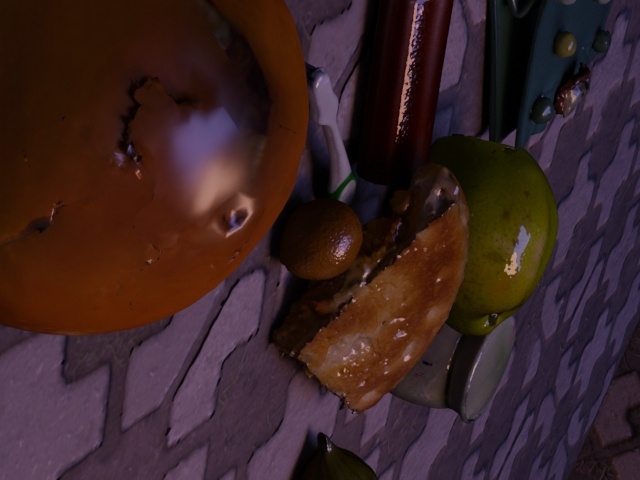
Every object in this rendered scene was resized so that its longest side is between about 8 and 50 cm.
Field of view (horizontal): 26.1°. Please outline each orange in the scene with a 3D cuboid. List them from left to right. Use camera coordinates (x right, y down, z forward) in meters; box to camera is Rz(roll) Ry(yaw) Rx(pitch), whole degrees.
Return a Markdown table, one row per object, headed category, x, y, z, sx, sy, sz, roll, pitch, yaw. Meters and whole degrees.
| category | x | y | z | sx | sy | sz | roll | pitch | yaw |
| --- | --- | --- | --- | --- | --- | --- | --- | --- | --- |
| orange | -0.129 | -0.073 | 0.723 | 0.246 | 0.246 | 0.246 | -48 | 150 | -41 |
| orange | 0.000 | 0.000 | 1.301 | 0.085 | 0.085 | 0.085 | -48 | 150 | -41 |

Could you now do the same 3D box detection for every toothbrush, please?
| category | x | y | z | sx | sy | sz | roll | pitch | yaw |
| --- | --- | --- | --- | --- | --- | --- | --- | --- | --- |
| toothbrush | 0.022 | -0.041 | 1.355 | 0.042 | 0.040 | 0.418 | -50 | 153 | -18 |

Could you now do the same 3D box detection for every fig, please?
| category | x | y | z | sx | sy | sz | roll | pitch | yaw |
| --- | --- | --- | --- | --- | --- | --- | --- | --- | --- |
| fig | 0.018 | 0.282 | 1.568 | 0.103 | 0.109 | 0.154 | -26 | 108 | -29 |

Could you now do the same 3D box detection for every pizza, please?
| category | x | y | z | sx | sy | sz | roll | pitch | yaw |
| --- | --- | --- | --- | --- | --- | --- | --- | --- | --- |
| pizza | 0.046 | 0.059 | 1.412 | 0.226 | 0.086 | 0.335 | -14 | 141 | -32 |

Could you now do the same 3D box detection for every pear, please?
| category | x | y | z | sx | sy | sz | roll | pitch | yaw |
| --- | --- | --- | --- | --- | --- | --- | --- | --- | --- |
| pear | 0.177 | -0.003 | 1.541 | 0.187 | 0.187 | 0.219 | 15 | 78 | -67 |

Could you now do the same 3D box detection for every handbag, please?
| category | x | y | z | sx | sy | sz | roll | pitch | yaw |
| --- | --- | --- | --- | --- | --- | --- | --- | --- | --- |
| handbag | 0.301 | -0.277 | 1.703 | 0.268 | 0.100 | 0.274 | -49 | 150 | -41 |

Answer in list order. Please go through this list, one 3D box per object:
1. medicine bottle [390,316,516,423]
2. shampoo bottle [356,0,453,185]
| category | x | y | z | sx | sy | sz | roll | pitch | yaw |
| --- | --- | --- | --- | --- | --- | --- | --- | --- | --- |
| medicine bottle | 0.147 | 0.131 | 1.654 | 0.147 | 0.143 | 0.147 | -47 | 148 | -42 |
| shampoo bottle | 0.087 | -0.188 | 1.346 | 0.102 | 0.064 | 0.260 | -36 | 140 | -51 |
